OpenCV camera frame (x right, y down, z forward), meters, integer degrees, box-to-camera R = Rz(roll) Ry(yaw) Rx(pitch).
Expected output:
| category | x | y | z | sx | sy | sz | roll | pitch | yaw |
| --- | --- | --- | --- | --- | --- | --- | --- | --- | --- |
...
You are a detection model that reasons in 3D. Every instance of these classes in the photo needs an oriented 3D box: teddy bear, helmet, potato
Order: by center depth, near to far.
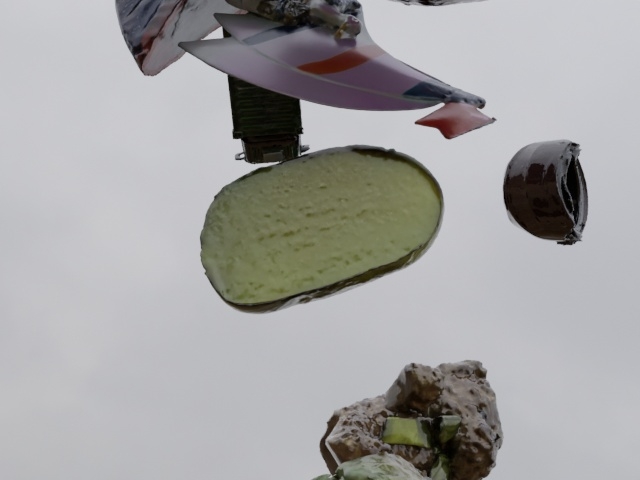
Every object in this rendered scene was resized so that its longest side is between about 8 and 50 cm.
| category | x | y | z | sx | sy | sz | roll | pitch | yaw |
| --- | --- | --- | --- | --- | --- | --- | --- | --- | --- |
| helmet | 0.205 | -0.044 | 1.462 | 0.070 | 0.098 | 0.123 | -2 | -9 | 15 |
| potato | 0.000 | 0.000 | 1.709 | 0.272 | 0.160 | 0.111 | -20 | -28 | -11 |
| teddy bear | 0.117 | 0.258 | 1.797 | 0.223 | 0.246 | 0.296 | -9 | 11 | -4 |

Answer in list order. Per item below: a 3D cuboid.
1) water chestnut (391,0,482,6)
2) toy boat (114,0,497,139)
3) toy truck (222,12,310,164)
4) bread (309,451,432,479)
| category | x | y | z | sx | sy | sz | roll | pitch | yaw |
| --- | --- | --- | --- | --- | --- | --- | --- | --- | --- |
| water chestnut | 0.050 | -0.340 | 1.128 | 0.302 | 0.350 | 0.350 | -3 | -22 | -6 |
| toy boat | -0.034 | -0.146 | 1.217 | 0.318 | 0.219 | 0.072 | 48 | -39 | 35 |
| toy truck | -0.064 | -0.199 | 1.775 | 0.088 | 0.121 | 0.259 | -5 | -49 | -1 |
| bread | 0.029 | 0.244 | 1.000 | 0.186 | 0.124 | 0.257 | -24 | -40 | -9 |
